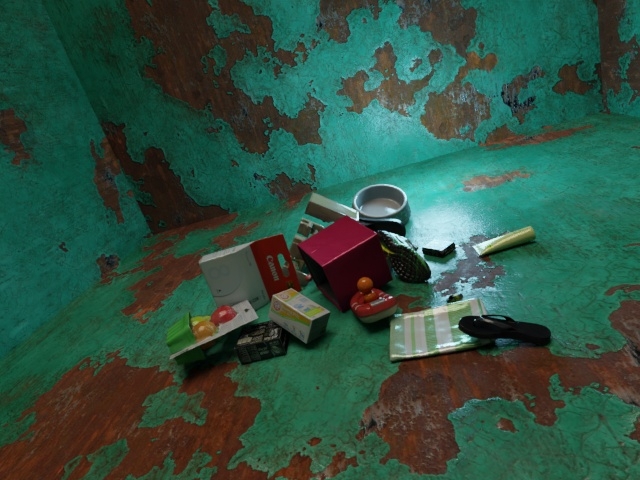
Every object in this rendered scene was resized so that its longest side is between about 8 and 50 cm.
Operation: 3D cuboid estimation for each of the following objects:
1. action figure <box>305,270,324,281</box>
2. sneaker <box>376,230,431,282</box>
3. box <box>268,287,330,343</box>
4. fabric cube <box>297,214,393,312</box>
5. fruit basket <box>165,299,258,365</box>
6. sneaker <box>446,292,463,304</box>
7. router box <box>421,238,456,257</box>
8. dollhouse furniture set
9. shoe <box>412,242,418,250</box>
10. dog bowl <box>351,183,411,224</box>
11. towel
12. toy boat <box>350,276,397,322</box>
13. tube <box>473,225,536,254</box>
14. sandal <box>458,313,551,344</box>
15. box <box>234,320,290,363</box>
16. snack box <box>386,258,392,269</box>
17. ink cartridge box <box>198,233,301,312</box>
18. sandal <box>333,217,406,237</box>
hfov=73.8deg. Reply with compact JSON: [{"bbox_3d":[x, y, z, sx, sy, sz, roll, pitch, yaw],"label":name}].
[{"bbox_3d":[0.039,0.084,1.949,0.280,0.139,0.091,-33,30,-11],"label":"action figure"},{"bbox_3d":[0.375,0.055,1.849,0.147,0.134,0.343,-1,32,-28],"label":"sneaker"},{"bbox_3d":[-0.083,0.278,1.602,0.203,0.103,0.114,27,24,32],"label":"box"},{"bbox_3d":[0.099,0.089,1.775,0.258,0.254,0.259,-32,31,-13],"label":"fabric cube"},{"bbox_3d":[-0.433,0.361,1.727,0.353,0.165,0.327,-19,10,-16],"label":"fruit basket"},{"bbox_3d":[0.485,0.209,1.536,0.083,0.035,0.031,-30,24,-31],"label":"sneaker"},{"bbox_3d":[0.539,0.035,1.945,0.092,0.038,0.123,-28,22,-29],"label":"router box"},{"bbox_3d":[0.000,0.000,2.139,0.257,0.393,0.362,22,22,-3],"label":"dollhouse furniture set"},{"bbox_3d":[0.386,0.032,2.073,0.077,0.058,0.219,-7,15,-36],"label":"shoe"},{"bbox_3d":[0.342,-0.196,2.446,0.349,0.102,0.348,-6,43,5],"label":"dog bowl"},{"bbox_3d":[0.388,0.289,1.408,0.325,0.038,0.248,-13,21,14],"label":"towel"},{"bbox_3d":[0.182,0.209,1.590,0.151,0.151,0.231,-20,2,-8],"label":"toy boat"},{"bbox_3d":[0.776,0.006,1.798,0.240,0.062,0.070,-19,-21,10],"label":"tube"},{"bbox_3d":[0.543,0.250,1.268,0.255,0.054,0.097,3,24,15],"label":"sandal"},{"bbox_3d":[-0.217,0.380,1.623,0.180,0.077,0.147,-15,19,7],"label":"box"},{"bbox_3d":[0.184,0.108,2.021,0.322,0.060,0.187,-7,25,27],"label":"snack box"},{"bbox_3d":[-0.309,0.168,1.925,0.385,0.307,0.091,-16,20,2],"label":"ink cartridge box"},{"bbox_3d":[0.216,-0.039,2.223,0.446,0.167,0.107,-5,20,30],"label":"sandal"}]
